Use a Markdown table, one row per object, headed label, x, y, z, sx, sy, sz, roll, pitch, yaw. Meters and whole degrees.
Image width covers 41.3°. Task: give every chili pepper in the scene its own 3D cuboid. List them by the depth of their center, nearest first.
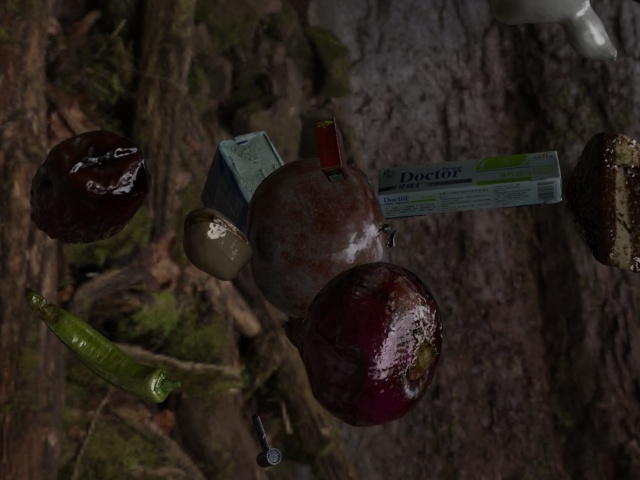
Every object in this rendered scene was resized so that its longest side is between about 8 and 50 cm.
| label | x | y | z | sx | sy | sz | roll | pitch | yaw |
| --- | --- | --- | --- | --- | --- | --- | --- | --- | --- |
| chili pepper | -0.238 | 0.120 | 0.910 | 0.043 | 0.208 | 0.049 | -58 | 165 | -14 |

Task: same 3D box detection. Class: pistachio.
| label | x | y | z | sx | sy | sz | roll | pitch | yaw |
| --- | --- | --- | --- | --- | --- | --- | --- | --- | --- |
| pistachio | -0.183 | 0.005 | 1.475 | 0.149 | 0.113 | 0.113 | 61 | 24 | -52 |

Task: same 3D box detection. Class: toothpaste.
| label | x | y | z | sx | sy | sz | roll | pitch | yaw |
| --- | --- | --- | --- | --- | --- | --- | --- | --- | --- |
| toothpaste | 0.277 | -0.103 | 1.599 | 0.081 | 0.337 | 0.067 | -83 | 163 | -44 |

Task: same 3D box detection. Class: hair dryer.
| label | x | y | z | sx | sy | sz | roll | pitch | yaw |
| --- | --- | --- | --- | --- | --- | --- | --- | --- | --- |
| hair dryer | -0.091 | 0.311 | 1.318 | 0.047 | 0.026 | 0.083 | -36 | -107 | 55 |

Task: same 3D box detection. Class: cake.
| label | x | y | z | sx | sy | sz | roll | pitch | yaw |
| --- | --- | --- | --- | --- | --- | --- | --- | --- | --- |
| cake | 0.423 | -0.058 | 1.170 | 0.246 | 0.112 | 0.135 | -77 | -179 | -67 |

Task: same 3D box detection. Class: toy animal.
| label | x | y | z | sx | sy | sz | roll | pitch | yaw |
| --- | --- | --- | --- | --- | --- | --- | --- | --- | --- |
| toy animal | 0.362 | -0.450 | 1.401 | 0.196 | 0.368 | 0.241 | -63 | -158 | 13 |

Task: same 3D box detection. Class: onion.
| label | x | y | z | sx | sy | sz | roll | pitch | yaw |
| --- | --- | --- | --- | --- | --- | --- | --- | --- | --- |
| onion | 0.028 | 0.119 | 1.024 | 0.140 | 0.218 | 0.195 | -3 | 99 | -54 |

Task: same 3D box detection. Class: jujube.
| label | x | y | z | sx | sy | sz | roll | pitch | yaw |
| --- | --- | --- | --- | --- | --- | --- | --- | --- | --- |
| jujube | -0.570 | -0.120 | 2.080 | 0.259 | 0.377 | 0.258 | 23 | 48 | -28 |

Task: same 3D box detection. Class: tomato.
| label | x | y | z | sx | sy | sz | roll | pitch | yaw |
| --- | --- | --- | --- | --- | --- | --- | --- | --- | --- |
| tomato | 0.000 | 0.000 | 1.616 | 0.317 | 0.283 | 0.316 | 170 | -90 | -82 |

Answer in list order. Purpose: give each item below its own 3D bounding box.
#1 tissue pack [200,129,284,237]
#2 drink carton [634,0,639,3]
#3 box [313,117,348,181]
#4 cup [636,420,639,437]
| label | x | y | z | sx | sy | sz | roll | pitch | yaw |
| --- | --- | --- | --- | --- | --- | --- | --- | --- | --- |
| tissue pack | -0.180 | -0.111 | 2.077 | 0.198 | 0.146 | 0.263 | 62 | -26 | 17 |
| drink carton | 0.709 | -0.550 | 1.728 | 0.222 | 0.134 | 0.102 | 43 | -2 | 39 |
| box | 0.012 | -0.093 | 0.888 | 0.082 | 0.023 | 0.051 | 36 | 45 | -81 |
| cup | 0.607 | 0.264 | 1.206 | 0.357 | 0.275 | 0.259 | -22 | -111 | 60 |
